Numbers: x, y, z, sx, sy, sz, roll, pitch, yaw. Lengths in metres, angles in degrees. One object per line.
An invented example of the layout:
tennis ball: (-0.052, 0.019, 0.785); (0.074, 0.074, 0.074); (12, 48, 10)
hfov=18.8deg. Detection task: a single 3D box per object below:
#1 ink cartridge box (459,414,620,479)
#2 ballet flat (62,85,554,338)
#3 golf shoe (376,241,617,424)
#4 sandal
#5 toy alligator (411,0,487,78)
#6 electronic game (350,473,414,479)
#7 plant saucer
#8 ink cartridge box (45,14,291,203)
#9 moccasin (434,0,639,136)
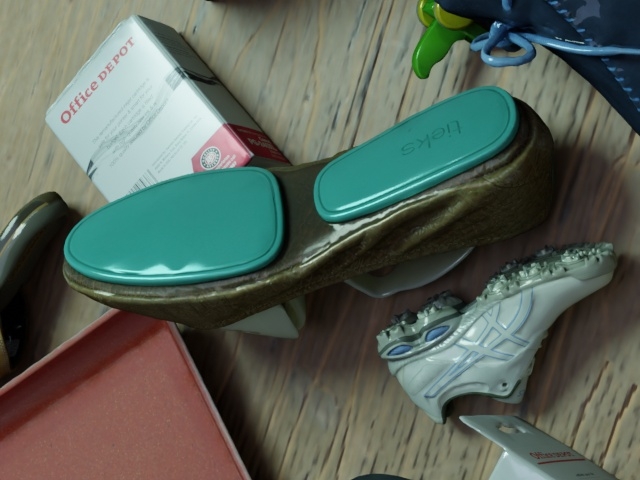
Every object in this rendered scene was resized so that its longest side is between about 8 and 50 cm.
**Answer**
ink cartridge box: (0.163, 0.181, 1.210); (0.181, 0.104, 0.062); (33, 101, 27)
ballet flat: (0.000, 0.000, 1.297); (0.342, 0.124, 0.116); (-19, 43, 13)
golf shoe: (0.127, 0.061, 1.273); (0.176, 0.069, 0.086); (-26, 95, 27)
sandal: (-0.243, 0.064, 1.460); (0.060, 0.090, 0.219); (35, 96, 3)
toy alligator: (0.105, -0.198, 1.302); (0.051, 0.056, 0.190); (12, 91, -13)
electronic game: (0.092, 0.237, 1.206); (0.229, 0.048, 0.229); (33, 147, 25)
plant saucer: (-0.151, 0.206, 1.408); (0.258, 0.047, 0.259); (-35, 72, 21)
ink cartridge box: (-0.112, -0.072, 1.398); (0.109, 0.063, 0.150); (-47, 67, 18)
moccasin: (0.116, -0.181, 1.223); (0.117, 0.138, 0.342); (-36, 83, -1)
